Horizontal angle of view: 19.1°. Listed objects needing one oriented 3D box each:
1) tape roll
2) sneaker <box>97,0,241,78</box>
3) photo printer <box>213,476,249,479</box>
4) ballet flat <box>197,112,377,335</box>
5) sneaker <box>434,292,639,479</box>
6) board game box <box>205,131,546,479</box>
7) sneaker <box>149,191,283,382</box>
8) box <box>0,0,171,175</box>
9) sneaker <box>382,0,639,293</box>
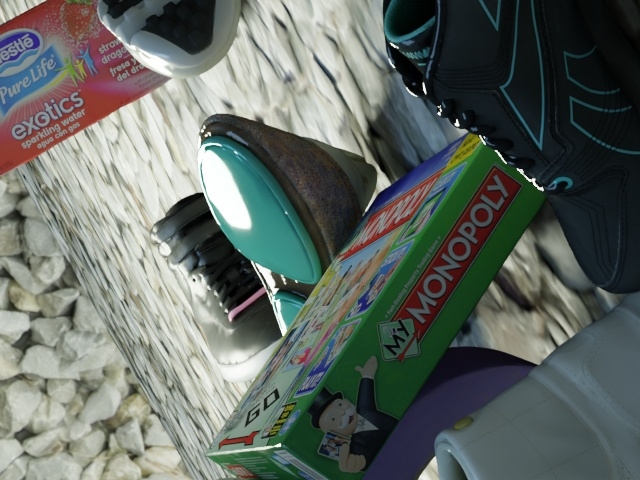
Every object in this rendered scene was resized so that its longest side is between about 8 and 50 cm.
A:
[{"bbox_3d":[0.094,0.160,1.122,0.189,0.189,0.080,64,167,-12],"label":"tape roll"},{"bbox_3d":[-0.109,-0.176,1.428,0.118,0.110,0.292,59,178,-29],"label":"sneaker"},{"bbox_3d":[-0.050,0.310,1.170,0.307,0.107,0.256,67,152,22],"label":"photo printer"},{"bbox_3d":[0.000,0.000,1.328,0.107,0.106,0.316,22,149,32],"label":"ballet flat"},{"bbox_3d":[0.161,0.188,0.970,0.292,0.169,0.108,62,166,-12],"label":"sneaker"},{"bbox_3d":[0.028,0.045,1.089,0.046,0.213,0.317,34,168,-5],"label":"board game box"},{"bbox_3d":[-0.088,0.033,1.749,0.147,0.104,0.296,59,173,-15],"label":"sneaker"},{"bbox_3d":[-0.280,-0.143,1.786,0.122,0.257,0.128,61,168,-10],"label":"box"},{"bbox_3d":[0.084,-0.080,0.842,0.101,0.106,0.267,36,154,60],"label":"sneaker"}]
